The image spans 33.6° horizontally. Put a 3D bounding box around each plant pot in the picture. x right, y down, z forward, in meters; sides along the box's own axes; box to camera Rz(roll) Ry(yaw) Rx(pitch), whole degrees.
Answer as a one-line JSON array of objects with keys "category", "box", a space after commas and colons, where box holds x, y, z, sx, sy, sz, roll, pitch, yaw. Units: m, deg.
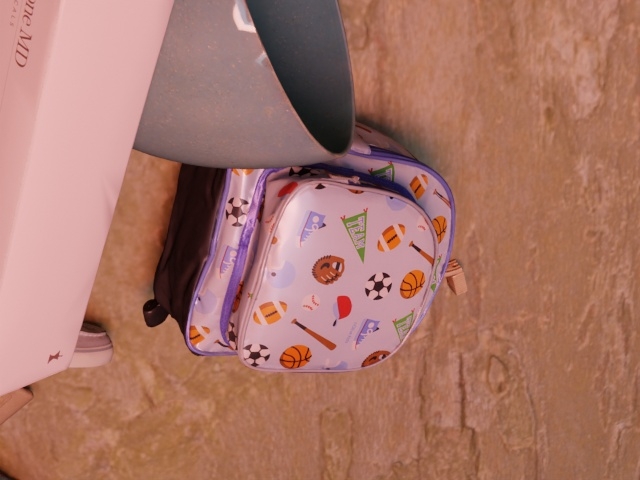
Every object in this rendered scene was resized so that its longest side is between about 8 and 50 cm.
[{"category": "plant pot", "box": [-0.112, -0.178, 0.812, 0.195, 0.290, 0.290, -15, 131, 15]}]

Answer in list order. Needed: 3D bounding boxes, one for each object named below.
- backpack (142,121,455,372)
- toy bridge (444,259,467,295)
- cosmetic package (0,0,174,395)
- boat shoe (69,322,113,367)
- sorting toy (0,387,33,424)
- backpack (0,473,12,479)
[{"category": "backpack", "box": [0.000, 0.000, 1.014, 0.263, 0.213, 0.276, 2, 120, -35]}, {"category": "toy bridge", "box": [0.072, 0.064, 1.191, 0.188, 0.026, 0.063, -22, 126, -7]}, {"category": "cosmetic package", "box": [-0.255, -0.116, 0.739, 0.097, 0.284, 0.377, -24, 145, -48]}, {"category": "boat shoe", "box": [-0.292, 0.068, 1.013, 0.227, 0.079, 0.081, 17, 91, -38]}, {"category": "sorting toy", "box": [-0.474, 0.194, 1.058, 0.307, 0.041, 0.229, -39, 133, 7]}, {"category": "backpack", "box": [-0.364, 0.299, 1.081, 0.117, 0.158, 0.173, -39, 143, -7]}]
